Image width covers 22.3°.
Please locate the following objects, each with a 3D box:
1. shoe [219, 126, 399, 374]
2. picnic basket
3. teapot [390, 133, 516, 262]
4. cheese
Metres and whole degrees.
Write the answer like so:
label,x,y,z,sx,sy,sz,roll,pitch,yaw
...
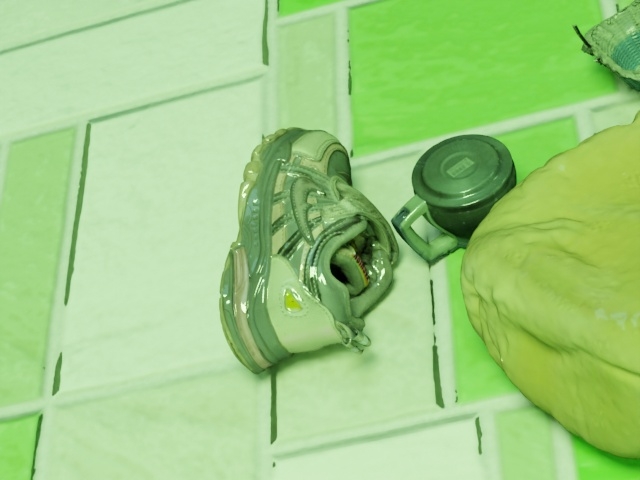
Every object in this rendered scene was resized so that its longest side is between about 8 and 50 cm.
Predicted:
label,x,y,z,sx,sy,sz,roll,pitch,yaw
shoe,0.000,0.000,1.032,0.092,0.089,0.180,-2,52,24
picnic basket,0.204,-0.133,1.063,0.065,0.083,0.083,-33,42,1
teapot,0.087,-0.022,1.035,0.088,0.057,0.066,-35,43,-13
cheese,0.197,0.012,0.916,0.214,0.117,0.226,-35,40,-17
